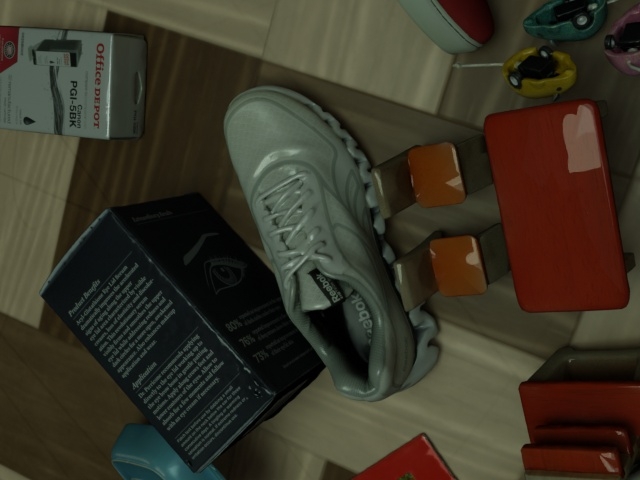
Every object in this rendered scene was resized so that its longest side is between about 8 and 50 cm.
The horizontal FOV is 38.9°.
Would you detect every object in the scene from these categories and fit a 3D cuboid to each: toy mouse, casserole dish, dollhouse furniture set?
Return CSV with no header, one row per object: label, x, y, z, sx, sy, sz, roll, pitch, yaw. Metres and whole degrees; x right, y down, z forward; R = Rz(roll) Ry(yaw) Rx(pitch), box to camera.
toy mouse,0.204,-0.149,0.669,0.161,0.143,0.031,24,152,47
casserole dish,-0.136,0.220,0.823,0.114,0.037,0.188,54,150,-13
dollhouse furniture set,0.179,0.030,0.651,0.262,0.135,0.259,-7,104,34

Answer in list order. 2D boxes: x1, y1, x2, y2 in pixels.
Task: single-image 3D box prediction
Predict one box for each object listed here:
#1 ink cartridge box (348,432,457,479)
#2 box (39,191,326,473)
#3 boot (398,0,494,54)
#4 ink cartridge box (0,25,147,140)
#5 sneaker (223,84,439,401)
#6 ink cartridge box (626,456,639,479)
ink cartridge box,0.056,0.345,0.816,0.275,0.060,0.239,-38,85,21
box,-0.108,0.070,0.785,0.207,0.153,0.108,47,111,10
boot,0.114,-0.267,0.652,0.176,0.088,0.244,-20,113,25
ink cartridge box,-0.237,-0.148,0.852,0.135,0.056,0.099,7,100,20
sneaker,0.000,0.000,0.754,0.110,0.118,0.292,-31,85,24
ink cartridge box,0.239,0.247,0.669,0.212,0.093,0.154,-34,76,43
